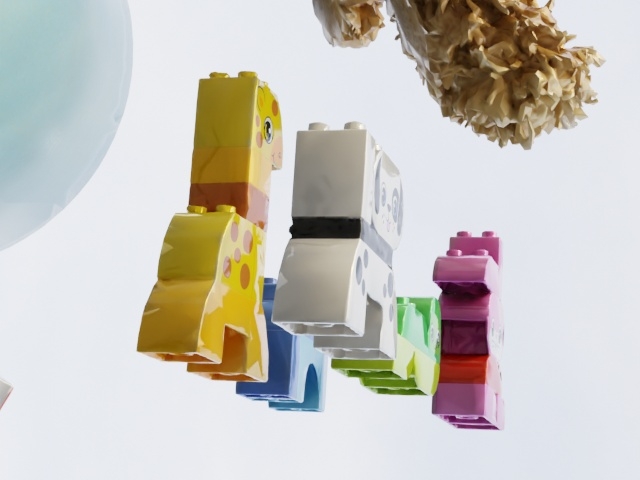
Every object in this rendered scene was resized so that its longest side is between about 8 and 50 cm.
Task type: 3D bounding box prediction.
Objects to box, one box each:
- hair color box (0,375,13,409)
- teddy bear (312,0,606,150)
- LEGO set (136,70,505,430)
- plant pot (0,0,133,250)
[{"bbox_3d":[-0.203,0.104,0.681,0.141,0.072,0.043,-59,-154,-8],"label":"hair color box"},{"bbox_3d":[0.066,-0.166,0.556,0.113,0.338,0.245,-14,-109,-11],"label":"teddy bear"},{"bbox_3d":[0.000,0.000,0.496,0.087,0.227,0.093,0,-103,15],"label":"LEGO set"},{"bbox_3d":[-0.261,-0.129,0.906,0.293,0.235,0.293,0,-92,-4],"label":"plant pot"}]
